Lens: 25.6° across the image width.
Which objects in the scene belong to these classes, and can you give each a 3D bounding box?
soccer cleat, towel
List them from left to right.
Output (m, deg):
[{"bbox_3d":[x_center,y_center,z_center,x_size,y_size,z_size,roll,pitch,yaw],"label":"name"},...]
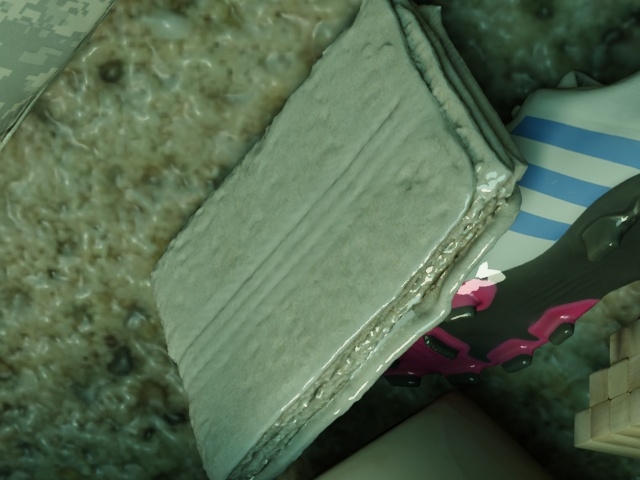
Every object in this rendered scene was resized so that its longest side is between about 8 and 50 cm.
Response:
[{"bbox_3d":[0.000,0.000,0.841,0.049,0.187,0.282,19,126,-38],"label":"towel"},{"bbox_3d":[0.124,-0.014,0.839,0.116,0.143,0.331,28,143,-33],"label":"soccer cleat"}]

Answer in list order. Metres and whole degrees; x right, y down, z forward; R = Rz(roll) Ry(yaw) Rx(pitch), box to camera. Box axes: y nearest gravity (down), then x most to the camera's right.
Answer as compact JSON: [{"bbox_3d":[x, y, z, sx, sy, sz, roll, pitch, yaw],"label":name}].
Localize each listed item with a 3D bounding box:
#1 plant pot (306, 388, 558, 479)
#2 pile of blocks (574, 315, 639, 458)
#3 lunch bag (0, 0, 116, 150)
[{"bbox_3d":[0.079,0.259,0.864,0.323,0.323,0.280,-37,81,24],"label":"plant pot"},{"bbox_3d":[0.335,0.075,0.822,0.362,0.149,0.112,4,69,4],"label":"pile of blocks"},{"bbox_3d":[-0.237,-0.189,0.813,0.256,0.212,0.305,34,117,-18],"label":"lunch bag"}]
